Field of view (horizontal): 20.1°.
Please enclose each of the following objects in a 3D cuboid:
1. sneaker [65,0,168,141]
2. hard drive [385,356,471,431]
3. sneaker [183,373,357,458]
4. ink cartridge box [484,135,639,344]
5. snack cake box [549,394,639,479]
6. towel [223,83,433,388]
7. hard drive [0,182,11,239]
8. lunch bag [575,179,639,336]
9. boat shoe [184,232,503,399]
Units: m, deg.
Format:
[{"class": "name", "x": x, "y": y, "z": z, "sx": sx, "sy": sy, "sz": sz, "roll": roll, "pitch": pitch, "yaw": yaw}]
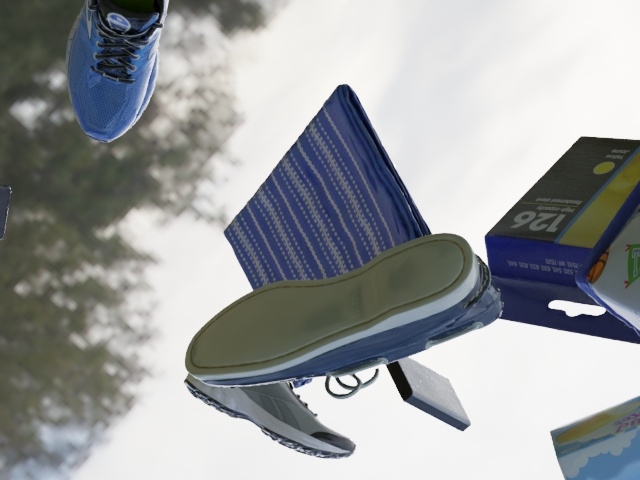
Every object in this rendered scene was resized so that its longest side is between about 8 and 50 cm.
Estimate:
[{"class": "sneaker", "x": -0.262, "y": -0.279, "z": 2.316, "sx": 0.147, "sy": 0.130, "sz": 0.330, "roll": -83, "pitch": -175, "yaw": -69}, {"class": "hard drive", "x": 0.144, "y": 0.204, "z": 2.480, "sx": 0.022, "sy": 0.135, "sz": 0.094, "roll": -43, "pitch": -135, "yaw": 18}, {"class": "sneaker", "x": -0.062, "y": 0.237, "z": 2.654, "sx": 0.108, "sy": 0.271, "sz": 0.100, "roll": -60, "pitch": 180, "yaw": -13}, {"class": "ink cartridge box", "x": 0.355, "y": -0.011, "z": 2.131, "sx": 0.304, "sy": 0.072, "sz": 0.307, "roll": 8, "pitch": -140, "yaw": 43}, {"class": "snack cake box", "x": 0.394, "y": 0.216, "z": 1.999, "sx": 0.264, "sy": 0.089, "sz": 0.152, "roll": -22, "pitch": -178, "yaw": 6}, {"class": "towel", "x": 0.000, "y": 0.000, "z": 2.152, "sx": 0.040, "sy": 0.243, "sz": 0.336, "roll": -10, "pitch": 154, "yaw": -37}, {"class": "hard drive", "x": -0.449, "y": 0.045, "z": 1.614, "sx": 0.064, "sy": 0.339, "sz": 0.237, "roll": 15, "pitch": -83, "yaw": 45}, {"class": "lunch bag", "x": 0.490, "y": -0.034, "z": 1.770, "sx": 0.385, "sy": 0.239, "sz": 0.328, "roll": -53, "pitch": -149, "yaw": -5}, {"class": "boat shoe", "x": 0.017, "y": 0.068, "z": 1.402, "sx": 0.254, "sy": 0.079, "sz": 0.095, "roll": -23, "pitch": -136, "yaw": 16}]
